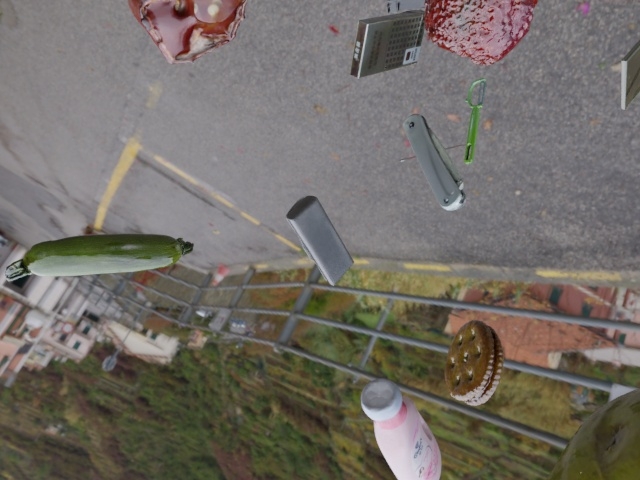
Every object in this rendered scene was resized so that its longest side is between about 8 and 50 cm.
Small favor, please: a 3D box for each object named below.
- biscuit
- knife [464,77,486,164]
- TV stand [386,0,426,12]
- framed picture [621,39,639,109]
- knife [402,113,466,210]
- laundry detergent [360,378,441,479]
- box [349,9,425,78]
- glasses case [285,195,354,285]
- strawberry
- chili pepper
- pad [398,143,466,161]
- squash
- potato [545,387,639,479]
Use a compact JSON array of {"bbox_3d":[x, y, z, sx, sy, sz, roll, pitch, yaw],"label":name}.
[{"bbox_3d":[0.401,0.319,1.435,0.066,0.220,0.220,18,163,-12],"label":"biscuit"},{"bbox_3d":[0.366,-0.288,1.333,0.015,0.212,0.054,11,176,-43],"label":"knife"},{"bbox_3d":[0.370,-0.857,1.973,0.257,0.040,0.049,5,128,22],"label":"TV stand"},{"bbox_3d":[1.023,-0.564,1.727,0.018,0.265,0.192,29,157,42],"label":"framed picture"},{"bbox_3d":[0.258,-0.183,1.237,0.041,0.265,0.073,4,143,-37],"label":"knife"},{"bbox_3d":[0.173,0.402,1.139,0.088,0.159,0.335,-8,133,23],"label":"laundry detergent"},{"bbox_3d":[0.233,-0.660,1.834,0.047,0.325,0.180,35,134,30],"label":"box"},{"bbox_3d":[0.000,0.001,1.075,0.042,0.072,0.190,15,146,44],"label":"glasses case"},{"bbox_3d":[0.404,-0.589,1.358,0.274,0.274,0.220,23,164,11],"label":"strawberry"},{"bbox_3d":[-0.204,-0.352,0.757,0.136,0.144,0.252,-4,-140,-33],"label":"chili pepper"},{"bbox_3d":[0.323,-0.249,1.553,0.113,0.188,0.006,-145,41,-80],"label":"pad"},{"bbox_3d":[-0.372,0.026,0.957,0.319,0.071,0.080,-7,141,-27],"label":"squash"},{"bbox_3d":[0.340,0.304,0.616,0.213,0.280,0.330,0,-176,11],"label":"potato"}]
